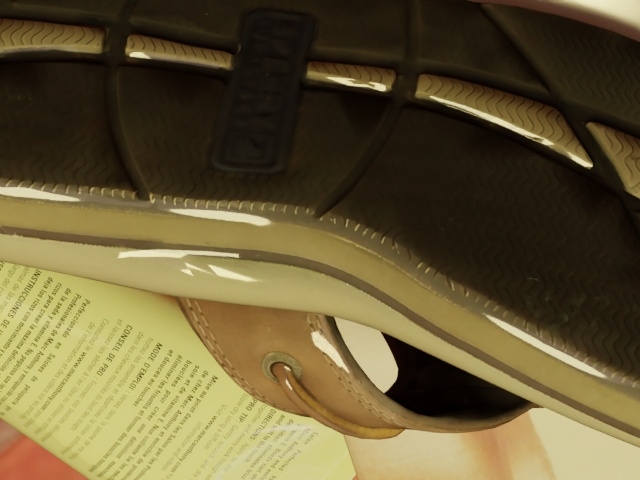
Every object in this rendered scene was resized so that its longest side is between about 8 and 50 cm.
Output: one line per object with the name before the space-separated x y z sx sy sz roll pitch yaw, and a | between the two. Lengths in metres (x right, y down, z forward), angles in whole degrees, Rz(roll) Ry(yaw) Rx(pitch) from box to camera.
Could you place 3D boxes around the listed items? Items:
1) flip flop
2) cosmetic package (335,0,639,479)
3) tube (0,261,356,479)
flip flop | 0.000 0.000 0.420 0.277 0.112 0.080 12 136 3
cosmetic package | 0.069 0.013 0.539 0.129 0.153 0.296 -14 104 12
tube | -0.095 0.032 0.614 0.240 0.062 0.070 33 151 -11
